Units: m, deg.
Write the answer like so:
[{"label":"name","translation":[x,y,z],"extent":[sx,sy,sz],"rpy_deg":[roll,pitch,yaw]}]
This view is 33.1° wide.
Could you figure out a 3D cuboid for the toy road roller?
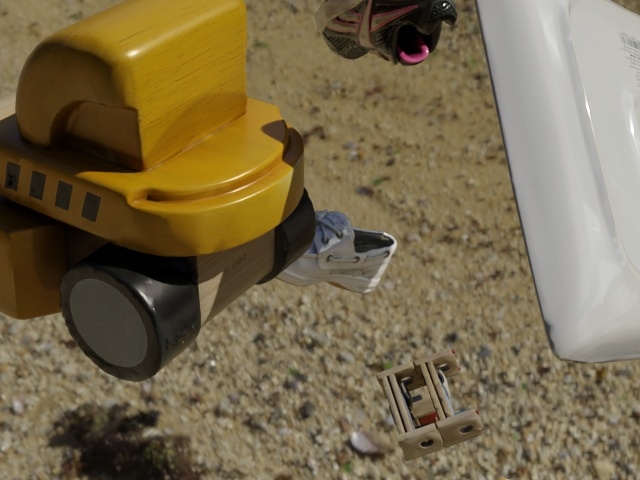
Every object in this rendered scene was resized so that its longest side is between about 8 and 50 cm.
[{"label":"toy road roller","translation":[-0.164,-0.076,0.801],"extent":[0.330,0.240,0.202],"rpy_deg":[21,37,27]}]

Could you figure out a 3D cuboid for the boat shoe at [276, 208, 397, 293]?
[{"label":"boat shoe","translation":[0.000,0.000,1.399],"extent":[0.098,0.277,0.096],"rpy_deg":[49,112,30]}]

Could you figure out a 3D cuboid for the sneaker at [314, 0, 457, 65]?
[{"label":"sneaker","translation":[0.050,-0.163,0.816],"extent":[0.072,0.178,0.077],"rpy_deg":[-22,88,-14]}]

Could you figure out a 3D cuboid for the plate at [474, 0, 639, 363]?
[{"label":"plate","translation":[0.214,-0.056,0.732],"extent":[0.045,0.277,0.278],"rpy_deg":[-22,70,39]}]

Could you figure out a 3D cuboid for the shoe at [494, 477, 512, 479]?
[{"label":"shoe","translation":[0.192,0.331,0.999],"extent":[0.058,0.076,0.219],"rpy_deg":[-8,67,15]}]

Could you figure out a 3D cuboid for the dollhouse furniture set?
[{"label":"dollhouse furniture set","translation":[0.182,0.285,1.689],"extent":[0.129,0.183,0.129],"rpy_deg":[-20,48,3]}]
